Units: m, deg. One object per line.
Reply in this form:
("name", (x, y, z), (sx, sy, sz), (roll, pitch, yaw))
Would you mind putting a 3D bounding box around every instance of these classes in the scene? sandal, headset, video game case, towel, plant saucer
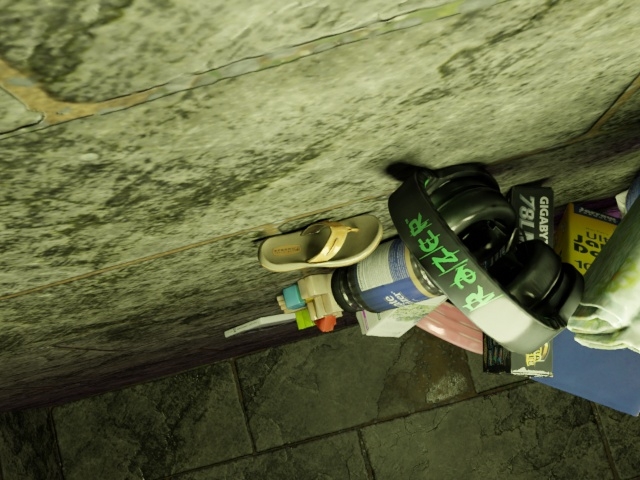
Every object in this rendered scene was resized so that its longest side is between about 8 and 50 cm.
("sandal", (0.000, 0.000, 0.986), (0.180, 0.072, 0.049), (-10, 148, -3))
("headset", (0.198, 0.039, 0.896), (0.185, 0.243, 0.394), (-45, 160, 22))
("video game case", (-0.161, 0.246, 2.113), (0.173, 0.022, 0.190), (-25, 166, 41))
("towel", (0.425, -0.033, 0.822), (0.374, 0.090, 0.320), (-56, 167, 1))
("plant saucer", (0.297, 0.179, 1.834), (0.332, 0.084, 0.332), (26, -175, -3))
("towel", (0.636, -0.031, 1.673), (0.152, 0.023, 0.113), (-16, 146, 3))

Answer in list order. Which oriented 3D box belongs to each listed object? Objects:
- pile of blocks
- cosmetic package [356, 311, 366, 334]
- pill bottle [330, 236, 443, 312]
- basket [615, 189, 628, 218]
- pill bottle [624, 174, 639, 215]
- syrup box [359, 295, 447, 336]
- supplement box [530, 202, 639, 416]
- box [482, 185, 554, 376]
("pile of blocks", (-0.019, 0.162, 1.631), (0.149, 0.112, 0.362), (-15, 169, 0))
("cosmetic package", (0.214, 0.195, 2.110), (0.085, 0.117, 0.231), (-3, 165, -43))
("pill bottle", (0.128, 0.064, 1.298), (0.219, 0.122, 0.123), (-22, 167, 41))
("basket", (0.708, -0.073, 1.436), (0.167, 0.113, 0.103), (-25, 169, 42))
("pill bottle", (0.609, -0.069, 1.207), (0.152, 0.152, 0.272), (-17, 170, 8))
("syrup box", (0.183, 0.109, 1.492), (0.093, 0.096, 0.237), (9, 143, -31))
("supplement box", (0.516, 0.111, 1.312), (0.194, 0.195, 0.356), (19, -148, 8))
("box", (0.330, 0.083, 1.216), (0.073, 0.295, 0.293), (2, 169, 5))
